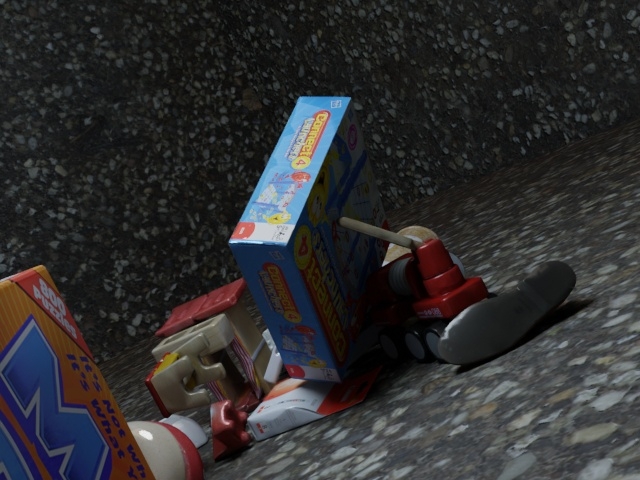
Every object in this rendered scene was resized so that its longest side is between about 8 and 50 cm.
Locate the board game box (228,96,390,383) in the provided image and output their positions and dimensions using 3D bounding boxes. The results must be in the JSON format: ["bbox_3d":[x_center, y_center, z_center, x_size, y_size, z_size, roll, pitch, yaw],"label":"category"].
[{"bbox_3d":[0.000,0.000,1.385,0.086,0.308,0.301,3,48,22],"label":"board game box"}]

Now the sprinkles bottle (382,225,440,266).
[{"bbox_3d":[0.153,0.065,1.841,0.121,0.121,0.355,-24,5,22],"label":"sprinkles bottle"}]

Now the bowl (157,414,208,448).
[{"bbox_3d":[-0.265,0.335,1.546,0.142,0.053,0.142,-27,3,-19],"label":"bowl"}]

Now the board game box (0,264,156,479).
[{"bbox_3d":[-0.267,0.263,0.484,0.356,0.356,0.356,-26,5,1],"label":"board game box"}]

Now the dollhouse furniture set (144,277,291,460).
[{"bbox_3d":[-0.178,0.225,1.486,0.152,0.201,0.374,-24,11,15],"label":"dollhouse furniture set"}]

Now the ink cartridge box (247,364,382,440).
[{"bbox_3d":[-0.007,0.228,1.398,0.179,0.045,0.145,-27,5,20],"label":"ink cartridge box"}]

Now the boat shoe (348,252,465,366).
[{"bbox_3d":[0.108,0.121,1.567,0.306,0.113,0.105,-41,-3,8],"label":"boat shoe"}]

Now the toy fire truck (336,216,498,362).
[{"bbox_3d":[0.121,0.054,1.368,0.159,0.246,0.217,-28,5,-24],"label":"toy fire truck"}]

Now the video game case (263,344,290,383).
[{"bbox_3d":[-0.027,0.139,1.568,0.023,0.183,0.201,20,5,16],"label":"video game case"}]

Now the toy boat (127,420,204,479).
[{"bbox_3d":[-0.225,0.316,1.211,0.151,0.150,0.231,10,-23,-43],"label":"toy boat"}]

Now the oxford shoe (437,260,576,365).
[{"bbox_3d":[0.252,0.111,1.261,0.212,0.076,0.076,-29,-25,-10],"label":"oxford shoe"}]

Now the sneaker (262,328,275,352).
[{"bbox_3d":[-0.009,0.175,1.845,0.235,0.090,0.095,-23,-8,-5],"label":"sneaker"}]
